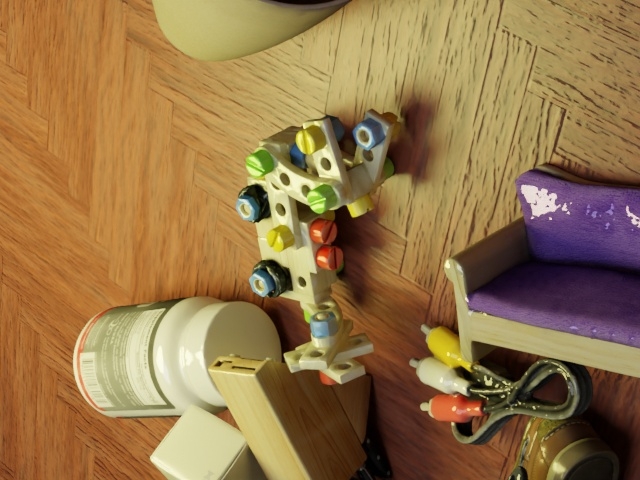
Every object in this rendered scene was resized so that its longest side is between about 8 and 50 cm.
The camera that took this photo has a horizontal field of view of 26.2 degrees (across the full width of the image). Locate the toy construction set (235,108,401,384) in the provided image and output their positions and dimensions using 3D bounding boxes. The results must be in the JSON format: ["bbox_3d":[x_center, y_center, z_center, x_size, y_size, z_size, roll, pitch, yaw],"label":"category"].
[{"bbox_3d":[0.000,0.000,1.618,0.215,0.151,0.327,12,107,40],"label":"toy construction set"}]

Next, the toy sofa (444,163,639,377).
[{"bbox_3d":[0.306,0.045,1.327,0.363,0.150,0.177,11,118,41],"label":"toy sofa"}]

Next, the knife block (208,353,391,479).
[{"bbox_3d":[-0.023,0.275,1.705,0.088,0.276,0.242,0,80,44],"label":"knife block"}]

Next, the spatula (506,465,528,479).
[{"bbox_3d":[0.193,0.343,1.527,0.296,0.030,0.084,96,170,-46],"label":"spatula"}]

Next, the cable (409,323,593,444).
[{"bbox_3d":[0.190,0.175,1.508,0.287,0.072,0.139,-170,77,-66],"label":"cable"}]

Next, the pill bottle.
[{"bbox_3d":[-0.193,0.159,1.861,0.283,0.161,0.161,-9,103,46],"label":"pill bottle"}]

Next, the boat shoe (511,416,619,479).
[{"bbox_3d":[0.259,0.322,1.557,0.104,0.111,0.307,52,138,49],"label":"boat shoe"}]

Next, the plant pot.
[{"bbox_3d":[-0.086,-0.306,1.491,0.256,0.256,0.274,58,152,5],"label":"plant pot"}]

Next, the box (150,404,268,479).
[{"bbox_3d":[-0.111,0.333,1.822,0.113,0.094,0.275,25,158,31],"label":"box"}]
